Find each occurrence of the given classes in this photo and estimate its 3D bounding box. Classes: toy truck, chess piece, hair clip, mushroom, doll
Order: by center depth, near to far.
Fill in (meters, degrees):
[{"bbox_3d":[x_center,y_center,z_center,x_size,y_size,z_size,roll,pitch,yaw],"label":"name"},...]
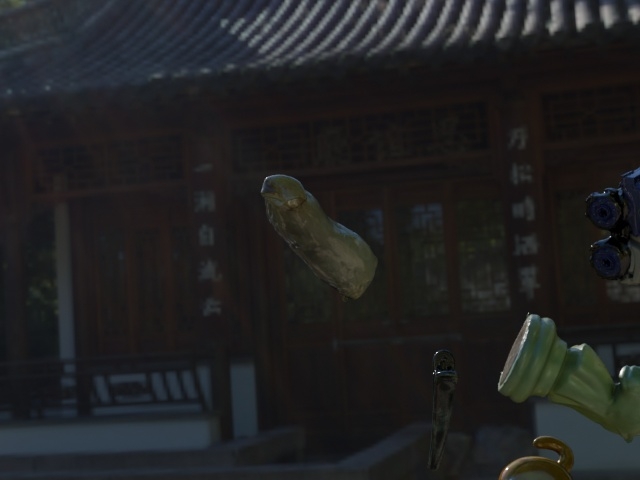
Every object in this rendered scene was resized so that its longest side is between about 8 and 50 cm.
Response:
[{"bbox_3d":[0.196,0.297,1.804,0.039,0.229,0.070,3,26,-4],"label":"hair clip"},{"bbox_3d":[-0.002,-0.001,1.816,0.109,0.097,0.351,14,-20,37],"label":"mushroom"},{"bbox_3d":[0.583,-0.025,1.913,0.177,0.213,0.161,7,23,43],"label":"toy truck"},{"bbox_3d":[0.497,0.268,2.038,0.298,0.175,0.176,24,-3,5],"label":"chess piece"},{"bbox_3d":[0.408,0.536,2.147,0.162,0.166,0.269,-18,-34,-38],"label":"doll"}]
